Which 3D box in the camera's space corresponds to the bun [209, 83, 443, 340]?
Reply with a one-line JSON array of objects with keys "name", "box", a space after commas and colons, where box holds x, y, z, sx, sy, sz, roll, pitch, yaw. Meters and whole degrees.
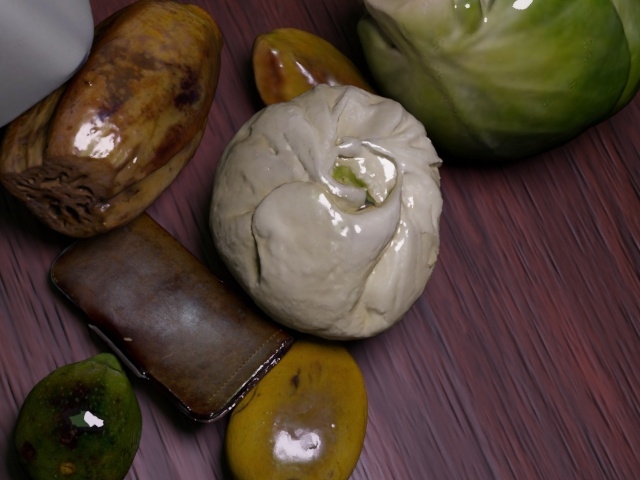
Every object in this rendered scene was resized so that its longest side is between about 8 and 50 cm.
[{"name": "bun", "box": [0.009, -0.039, 1.297, 0.259, 0.160, 0.259, 1, 71, -3]}]

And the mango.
[{"name": "mango", "box": [-0.021, 0.180, 1.311, 0.137, 0.098, 0.195, 15, 62, 0]}]

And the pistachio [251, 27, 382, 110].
[{"name": "pistachio", "box": [-0.001, -0.161, 1.446, 0.189, 0.100, 0.110, 38, 47, 2]}]

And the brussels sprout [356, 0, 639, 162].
[{"name": "brussels sprout", "box": [0.190, -0.234, 1.392, 0.355, 0.289, 0.281, 21, 65, -46]}]

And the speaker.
[{"name": "speaker", "box": [-0.373, -0.323, 1.311, 0.183, 0.184, 0.406, -30, 53, 18]}]

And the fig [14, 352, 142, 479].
[{"name": "fig", "box": [-0.233, 0.173, 1.281, 0.123, 0.123, 0.156, 16, 28, -4]}]

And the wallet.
[{"name": "wallet", "box": [-0.161, 0.071, 1.330, 0.255, 0.031, 0.137, 40, 71, 23]}]

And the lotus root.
[{"name": "lotus root", "box": [-0.199, -0.131, 1.346, 0.193, 0.193, 0.291, 28, 54, 1]}]
